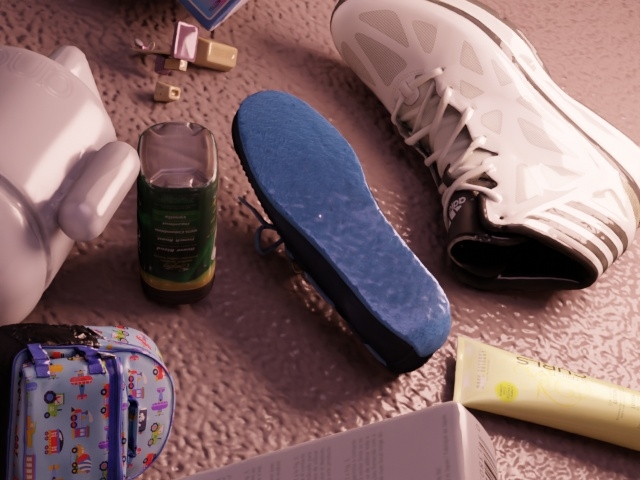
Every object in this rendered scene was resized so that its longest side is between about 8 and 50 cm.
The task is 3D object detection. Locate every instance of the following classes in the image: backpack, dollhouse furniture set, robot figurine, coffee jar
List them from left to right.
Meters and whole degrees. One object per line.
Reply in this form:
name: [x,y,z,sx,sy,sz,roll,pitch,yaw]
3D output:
robot figurine: [-0.318,-0.044,1.549,0.300,0.199,0.353,-3,37,23]
backpack: [-0.202,0.152,1.458,0.173,0.158,0.117,2,8,-32]
coffee jar: [-0.141,-0.023,1.635,0.079,0.184,0.096,-1,48,-6]
dollhouse furniture set: [-0.160,-0.199,1.914,0.081,0.091,0.114,9,1,39]

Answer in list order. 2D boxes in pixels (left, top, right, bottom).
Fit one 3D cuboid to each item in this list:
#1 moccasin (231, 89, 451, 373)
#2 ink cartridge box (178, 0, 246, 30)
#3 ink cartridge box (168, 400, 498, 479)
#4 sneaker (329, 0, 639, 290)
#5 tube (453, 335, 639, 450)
moccasin: [0.000,0.000,1.742,0.138,0.117,0.342,-19,65,-25]
ink cartridge box: [-0.180,-0.460,1.937,0.395,0.151,0.270,44,28,-4]
ink cartridge box: [-0.039,0.318,1.330,0.091,0.385,0.308,53,26,-41]
sneaker: [0.166,-0.113,1.887,0.447,0.169,0.257,37,42,4]
tube: [0.255,0.168,1.757,0.240,0.062,0.070,16,4,-6]
